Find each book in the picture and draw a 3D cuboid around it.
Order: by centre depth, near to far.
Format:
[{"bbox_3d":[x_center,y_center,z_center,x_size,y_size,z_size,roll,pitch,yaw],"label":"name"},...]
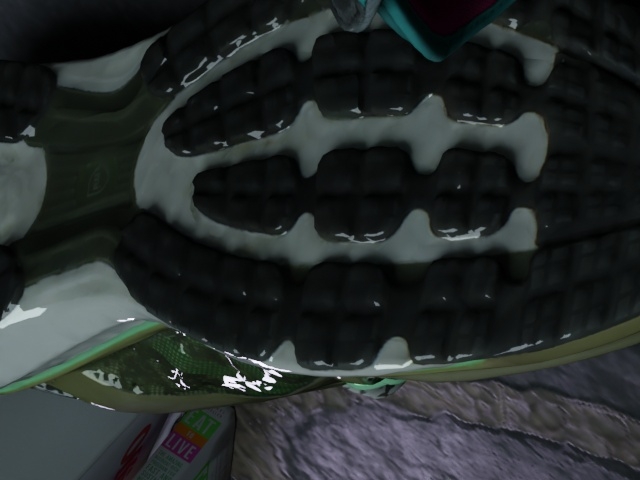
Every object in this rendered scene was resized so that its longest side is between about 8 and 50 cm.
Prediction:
[{"bbox_3d":[-0.095,0.149,0.949,0.035,0.144,0.096,32,147,11],"label":"book"}]

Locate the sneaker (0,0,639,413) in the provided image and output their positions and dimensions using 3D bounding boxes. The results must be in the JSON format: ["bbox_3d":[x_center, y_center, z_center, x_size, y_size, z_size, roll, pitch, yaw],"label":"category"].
[{"bbox_3d":[0.000,0.000,0.732,0.410,0.158,0.182,-3,159,44],"label":"sneaker"}]

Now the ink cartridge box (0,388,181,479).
[{"bbox_3d":[-0.253,0.182,0.930,0.160,0.385,0.279,39,147,6],"label":"ink cartridge box"}]

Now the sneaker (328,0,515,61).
[{"bbox_3d":[-0.013,-0.130,0.564,0.295,0.124,0.178,-17,108,51],"label":"sneaker"}]
